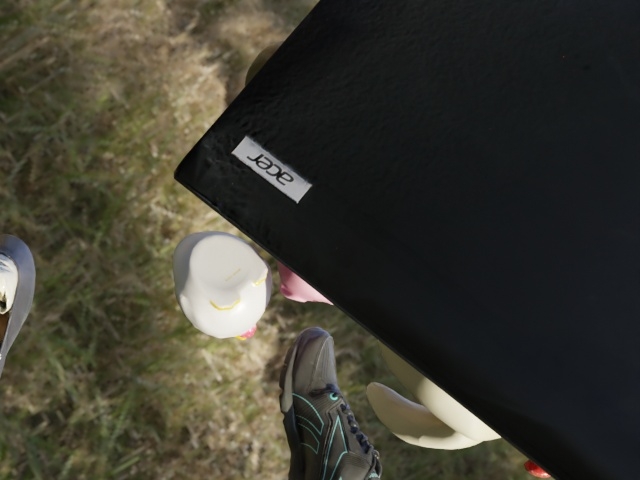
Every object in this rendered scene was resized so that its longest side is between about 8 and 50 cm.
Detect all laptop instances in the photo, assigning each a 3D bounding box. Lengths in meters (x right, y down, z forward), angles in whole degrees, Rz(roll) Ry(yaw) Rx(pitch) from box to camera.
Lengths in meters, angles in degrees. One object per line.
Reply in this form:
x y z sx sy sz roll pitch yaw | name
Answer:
0.125 -0.038 0.430 0.234 0.136 0.264 38 29 15 | laptop

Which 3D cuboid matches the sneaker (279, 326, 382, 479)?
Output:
0.015 0.223 1.131 0.101 0.106 0.267 46 40 -64 | sneaker

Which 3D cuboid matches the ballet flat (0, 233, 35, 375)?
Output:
-0.302 0.068 0.941 0.074 0.074 0.203 51 37 -46 | ballet flat

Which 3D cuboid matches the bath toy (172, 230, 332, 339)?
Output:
0.000 0.000 1.108 0.151 0.348 0.129 54 -25 12 | bath toy

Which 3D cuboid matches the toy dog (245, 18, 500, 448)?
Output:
0.119 -0.059 0.928 0.285 0.395 0.408 -13 58 -36 | toy dog

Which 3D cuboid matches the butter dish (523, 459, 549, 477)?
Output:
0.277 0.227 1.264 0.160 0.118 0.160 19 2 44 | butter dish
